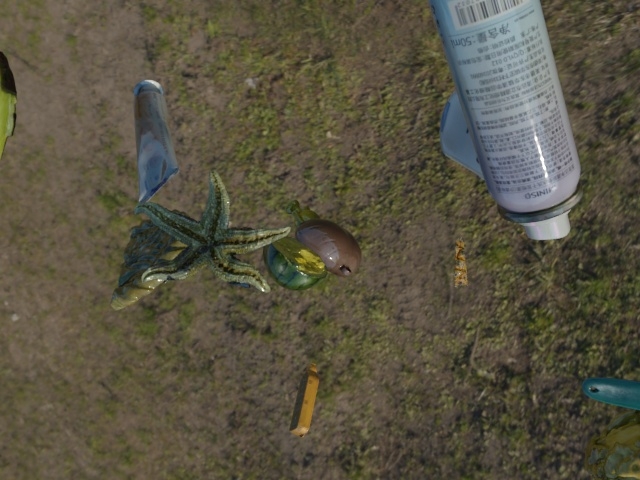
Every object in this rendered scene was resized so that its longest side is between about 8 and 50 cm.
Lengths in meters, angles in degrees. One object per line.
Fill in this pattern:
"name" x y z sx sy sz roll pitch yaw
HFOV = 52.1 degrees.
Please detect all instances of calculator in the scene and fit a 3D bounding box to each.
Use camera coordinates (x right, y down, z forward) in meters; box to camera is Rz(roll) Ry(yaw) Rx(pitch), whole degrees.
"calculator" 0.252 -0.146 0.944 0.210 0.039 0.121 43 134 43

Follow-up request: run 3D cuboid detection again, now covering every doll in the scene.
"doll" 0.005 0.003 1.213 0.145 0.188 0.096 39 97 -28

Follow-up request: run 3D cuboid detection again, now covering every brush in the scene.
"brush" 0.430 0.206 0.833 0.193 0.032 0.043 2 105 36

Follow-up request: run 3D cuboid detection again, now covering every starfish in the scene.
"starfish" -0.146 -0.016 0.875 0.208 0.053 0.175 9 76 -7

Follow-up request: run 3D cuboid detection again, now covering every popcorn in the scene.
"popcorn" 0.613 0.413 1.195 0.250 0.250 0.189 0 101 33

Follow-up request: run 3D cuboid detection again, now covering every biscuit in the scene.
"biscuit" -0.344 0.015 1.370 0.187 0.273 0.036 -28 124 14

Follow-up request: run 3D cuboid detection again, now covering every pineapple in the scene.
"pineapple" 0.191 0.038 0.893 0.019 0.045 0.083 -3 141 11

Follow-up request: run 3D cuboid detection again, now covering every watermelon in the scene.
"watermelon" -0.044 0.038 0.977 0.105 0.105 0.062 37 109 15

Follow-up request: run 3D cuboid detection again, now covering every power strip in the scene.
"power strip" -0.034 0.357 1.484 0.028 0.178 0.049 27 142 -17

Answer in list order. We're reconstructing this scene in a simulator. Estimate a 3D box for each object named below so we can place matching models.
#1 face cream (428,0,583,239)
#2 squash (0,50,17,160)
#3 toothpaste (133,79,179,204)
"face cream" 0.146 -0.102 0.499 0.075 0.075 0.229 -6 118 34
"squash" -0.348 -0.057 0.569 0.155 0.237 0.204 -12 95 6
"toothpaste" -0.309 -0.192 1.214 0.100 0.066 0.323 -37 42 18
